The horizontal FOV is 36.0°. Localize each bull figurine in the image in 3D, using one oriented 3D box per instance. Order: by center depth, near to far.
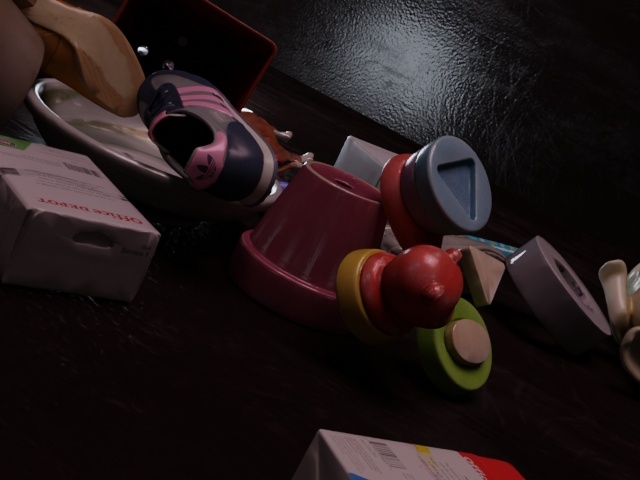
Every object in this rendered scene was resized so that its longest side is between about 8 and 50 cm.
[{"bbox_3d":[-0.132,-0.198,1.951,0.188,0.101,0.310,17,28,-37],"label":"bull figurine"}]

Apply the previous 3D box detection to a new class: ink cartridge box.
[{"bbox_3d":[0.101,0.242,0.841,0.231,0.078,0.134,17,17,-33],"label":"ink cartridge box"},{"bbox_3d":[-0.300,-0.030,1.091,0.160,0.093,0.219,13,19,-41],"label":"ink cartridge box"}]

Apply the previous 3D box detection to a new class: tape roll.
[{"bbox_3d":[0.426,0.099,1.768,0.219,0.072,0.219,46,19,-20],"label":"tape roll"}]

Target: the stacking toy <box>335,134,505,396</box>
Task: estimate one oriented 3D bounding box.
[{"bbox_3d":[0.181,0.033,1.254,0.279,0.130,0.309,44,47,-27],"label":"stacking toy"}]

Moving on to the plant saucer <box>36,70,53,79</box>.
[{"bbox_3d":[-0.508,-0.341,1.963,0.278,0.041,0.278,23,14,-6],"label":"plant saucer"}]

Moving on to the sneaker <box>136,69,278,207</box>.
[{"bbox_3d":[-0.185,-0.158,1.307,0.131,0.112,0.319,15,17,-45],"label":"sneaker"}]

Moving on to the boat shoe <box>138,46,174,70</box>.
[{"bbox_3d":[-0.359,-0.335,2.089,0.158,0.127,0.340,6,18,-19],"label":"boat shoe"}]

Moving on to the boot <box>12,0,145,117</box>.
[{"bbox_3d":[-0.402,-0.285,1.412,0.211,0.104,0.295,4,-33,41],"label":"boot"}]

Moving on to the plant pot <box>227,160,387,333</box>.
[{"bbox_3d":[0.000,0.000,1.332,0.201,0.180,0.201,24,15,-7],"label":"plant pot"}]

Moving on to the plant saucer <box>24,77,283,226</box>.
[{"bbox_3d":[-0.254,-0.111,1.453,0.400,0.100,0.400,24,14,-6],"label":"plant saucer"}]

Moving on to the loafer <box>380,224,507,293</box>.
[{"bbox_3d":[0.214,0.024,1.761,0.319,0.112,0.111,12,28,-42],"label":"loafer"}]

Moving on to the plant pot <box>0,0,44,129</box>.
[{"bbox_3d":[-0.507,-0.251,1.196,0.280,0.323,0.323,38,5,-36],"label":"plant pot"}]

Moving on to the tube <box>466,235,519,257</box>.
[{"bbox_3d":[0.348,0.016,2.169,0.207,0.052,0.080,18,5,-7],"label":"tube"}]

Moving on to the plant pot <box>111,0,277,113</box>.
[{"bbox_3d":[-0.273,-0.313,1.807,0.267,0.267,0.236,30,4,-16],"label":"plant pot"}]

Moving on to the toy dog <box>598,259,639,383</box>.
[{"bbox_3d":[0.703,0.151,1.830,0.395,0.284,0.408,41,12,-9],"label":"toy dog"}]

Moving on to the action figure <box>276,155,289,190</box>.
[{"bbox_3d":[-0.073,-0.088,1.712,0.280,0.091,0.139,26,21,-3],"label":"action figure"}]

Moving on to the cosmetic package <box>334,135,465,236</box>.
[{"bbox_3d":[0.162,-0.087,2.012,0.224,0.138,0.225,18,17,-29],"label":"cosmetic package"}]
